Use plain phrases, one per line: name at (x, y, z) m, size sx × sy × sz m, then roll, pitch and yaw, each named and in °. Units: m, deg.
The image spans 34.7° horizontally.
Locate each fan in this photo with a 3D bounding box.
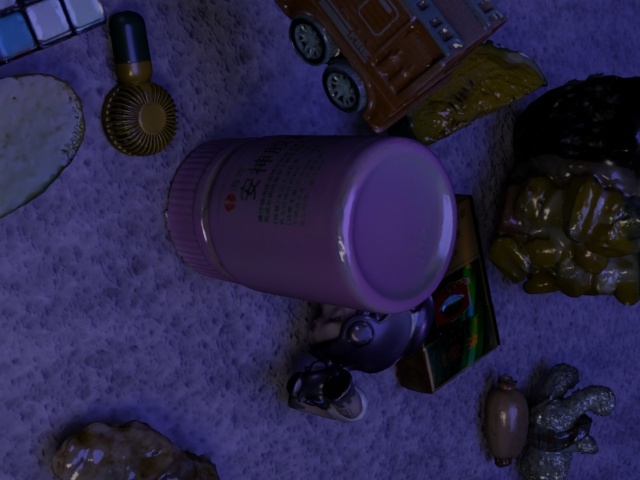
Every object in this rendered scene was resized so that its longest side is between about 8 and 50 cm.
fan at (-0.195, -0.166, 1.089) m, size 0.082 × 0.039 × 0.155 m, roll -19°, pitch 106°, yaw -39°

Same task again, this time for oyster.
oyster at (-0.155, 0.323, 1.129) m, size 0.166 × 0.110 × 0.341 m, roll -36°, pitch 118°, yaw -33°

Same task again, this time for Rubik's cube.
Rubik's cube at (-0.310, -0.233, 0.904) m, size 0.155 × 0.151 × 0.154 m, roll -34°, pitch 115°, yaw -34°

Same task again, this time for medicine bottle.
medicine bottle at (-0.015, -0.025, 1.097) m, size 0.178 × 0.291 × 0.178 m, roll -6°, pitch 99°, yaw -42°

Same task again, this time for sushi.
sushi at (0.428, -0.046, 1.485) m, size 0.328 × 0.329 × 0.285 m, roll 41°, pitch 62°, yaw -42°

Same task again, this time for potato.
potato at (-0.317, -0.084, 0.980) m, size 0.198 × 0.054 × 0.119 m, roll -53°, pitch 126°, yaw -19°

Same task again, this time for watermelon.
watermelon at (0.178, -0.188, 1.351) m, size 0.301 × 0.129 × 0.123 m, roll -28°, pitch 142°, yaw -37°

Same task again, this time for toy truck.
toy truck at (0.028, -0.271, 0.966) m, size 0.136 × 0.162 × 0.305 m, roll -38°, pitch 92°, yaw -32°

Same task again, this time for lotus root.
lotus root at (0.284, 0.271, 1.555) m, size 0.073 × 0.062 × 0.150 m, roll -8°, pitch 102°, yaw -38°

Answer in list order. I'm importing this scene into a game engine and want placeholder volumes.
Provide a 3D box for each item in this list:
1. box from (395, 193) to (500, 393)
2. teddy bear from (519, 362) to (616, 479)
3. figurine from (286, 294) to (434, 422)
box at (0.159, 0.070, 1.416) m, size 0.159 × 0.071 × 0.240 m, roll -30°, pitch 114°, yaw -39°
teddy bear at (0.364, 0.302, 1.591) m, size 0.111 × 0.133 × 0.213 m, roll 16°, pitch 96°, yaw -41°
figurine at (0.055, 0.119, 1.265) m, size 0.145 × 0.145 × 0.222 m, roll 43°, pitch 64°, yaw -36°
